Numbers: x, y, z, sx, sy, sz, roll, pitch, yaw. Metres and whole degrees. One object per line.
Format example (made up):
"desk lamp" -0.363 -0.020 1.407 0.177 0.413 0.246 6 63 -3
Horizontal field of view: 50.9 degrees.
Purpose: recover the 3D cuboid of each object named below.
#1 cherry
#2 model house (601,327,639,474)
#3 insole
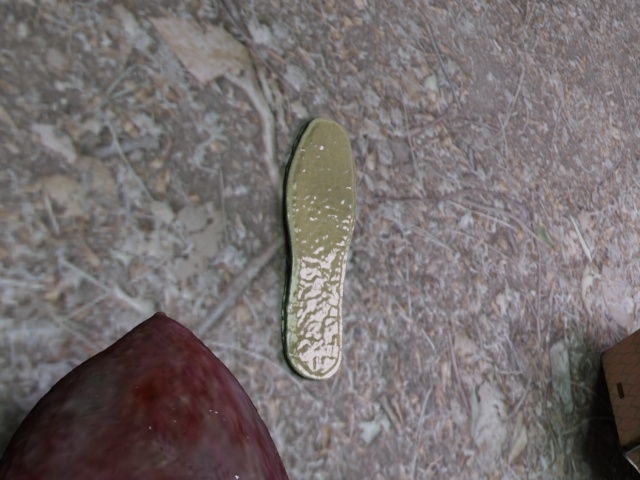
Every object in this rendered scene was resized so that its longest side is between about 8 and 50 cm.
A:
"cherry" -0.093 0.162 0.370 0.192 0.175 0.249 15 66 -46
"model house" 0.452 0.236 0.767 0.244 0.169 0.326 18 42 -38
"insole" 0.000 0.000 0.603 0.081 0.011 0.247 16 67 -36
